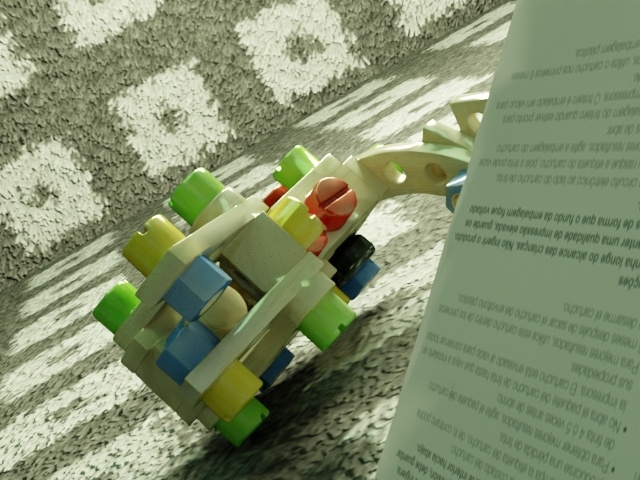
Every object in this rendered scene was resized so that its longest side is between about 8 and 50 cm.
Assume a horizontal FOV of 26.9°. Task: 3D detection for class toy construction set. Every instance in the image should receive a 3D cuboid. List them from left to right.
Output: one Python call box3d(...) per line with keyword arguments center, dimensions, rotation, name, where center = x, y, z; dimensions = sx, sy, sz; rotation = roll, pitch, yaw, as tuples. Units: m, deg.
box3d(center=(0.000, 0.000, 0.820), dimensions=(0.327, 0.151, 0.215), rotation=(-27, -17, -34), name="toy construction set")

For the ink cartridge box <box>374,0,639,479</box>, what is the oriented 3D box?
box3d(center=(0.115, 0.018, 0.340), dimensions=(0.324, 0.071, 0.330), rotation=(-167, 92, -74), name="ink cartridge box")
